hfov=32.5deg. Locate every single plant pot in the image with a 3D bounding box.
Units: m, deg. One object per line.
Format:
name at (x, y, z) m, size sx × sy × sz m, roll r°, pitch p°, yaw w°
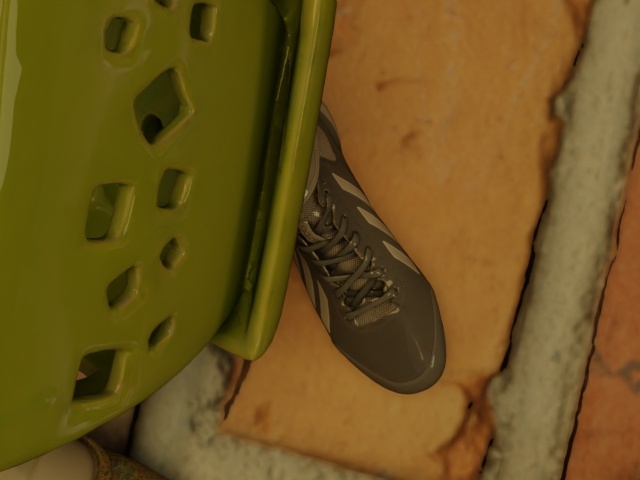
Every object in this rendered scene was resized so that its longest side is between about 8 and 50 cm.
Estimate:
plant pot at (-0.129, -0.052, 0.520) m, size 0.228 × 0.207 × 0.227 m, roll 24°, pitch 112°, yaw 38°

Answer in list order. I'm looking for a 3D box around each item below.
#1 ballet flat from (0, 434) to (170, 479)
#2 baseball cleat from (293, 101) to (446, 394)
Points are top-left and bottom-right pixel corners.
ballet flat at (-0.237, 0.139, 0.633) m, size 0.348 × 0.123 × 0.123 m, roll 5°, pitch 89°, yaw 9°
baseball cleat at (0.000, 0.000, 0.625) m, size 0.072 × 0.109 × 0.206 m, roll -33°, pitch 81°, yaw 18°
